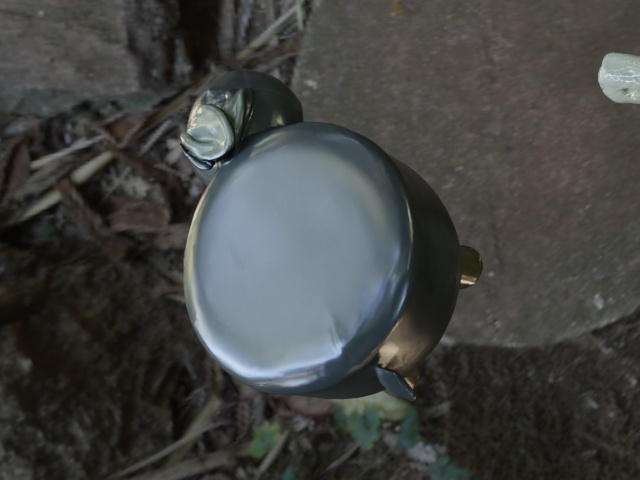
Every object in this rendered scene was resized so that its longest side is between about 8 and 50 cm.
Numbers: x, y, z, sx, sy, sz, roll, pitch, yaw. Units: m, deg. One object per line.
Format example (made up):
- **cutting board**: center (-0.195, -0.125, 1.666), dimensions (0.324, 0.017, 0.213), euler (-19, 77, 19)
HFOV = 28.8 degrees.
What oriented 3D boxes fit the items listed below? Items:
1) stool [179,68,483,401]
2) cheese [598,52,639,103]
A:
- **stool**: center (0.008, -0.004, 0.759), dimensions (0.153, 0.139, 0.228), euler (-17, 73, 25)
- **cheese**: center (0.397, -0.166, 1.353), dimensions (0.194, 0.065, 0.043), euler (15, 69, 28)
